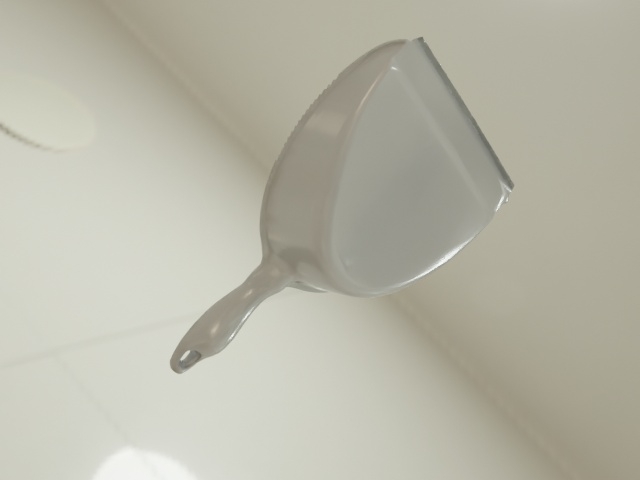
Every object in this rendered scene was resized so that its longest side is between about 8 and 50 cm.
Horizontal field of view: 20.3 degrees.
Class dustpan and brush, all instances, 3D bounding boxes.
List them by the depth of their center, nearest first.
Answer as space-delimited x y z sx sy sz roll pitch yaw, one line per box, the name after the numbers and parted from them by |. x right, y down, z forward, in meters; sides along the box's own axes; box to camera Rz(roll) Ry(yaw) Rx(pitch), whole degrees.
0.000 0.000 0.989 0.060 0.147 0.211 25 -110 45 | dustpan and brush
